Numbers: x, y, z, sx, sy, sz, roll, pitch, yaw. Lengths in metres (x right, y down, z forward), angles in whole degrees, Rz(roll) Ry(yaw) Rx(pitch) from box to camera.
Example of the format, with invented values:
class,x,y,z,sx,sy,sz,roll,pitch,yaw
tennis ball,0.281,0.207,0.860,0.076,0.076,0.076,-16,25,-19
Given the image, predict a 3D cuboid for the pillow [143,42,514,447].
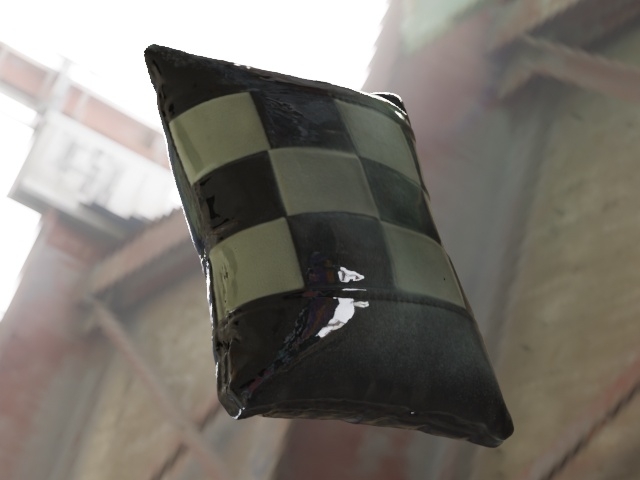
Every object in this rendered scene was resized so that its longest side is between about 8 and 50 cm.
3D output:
class,x,y,z,sx,sy,sz,roll,pitch,yaw
pillow,0.000,0.000,1.015,0.106,0.186,0.250,-47,-135,38
